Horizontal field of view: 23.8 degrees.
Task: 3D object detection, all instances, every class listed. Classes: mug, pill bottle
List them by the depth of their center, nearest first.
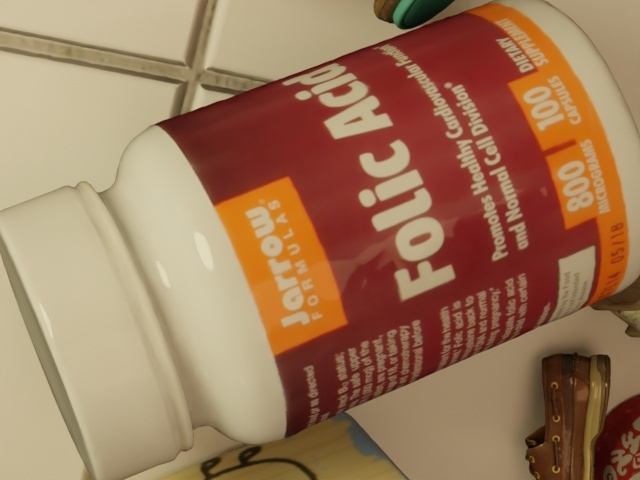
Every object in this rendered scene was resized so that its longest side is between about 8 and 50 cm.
[{"bbox_3d":[0.000,0.000,1.009,0.392,0.224,0.224,-22,117,-14],"label":"pill bottle"},{"bbox_3d":[0.321,0.197,1.251,0.113,0.169,0.150,39,92,-29],"label":"mug"}]

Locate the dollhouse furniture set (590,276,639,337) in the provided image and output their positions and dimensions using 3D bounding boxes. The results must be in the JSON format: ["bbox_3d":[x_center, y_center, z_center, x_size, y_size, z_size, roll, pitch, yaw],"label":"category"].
[{"bbox_3d":[0.376,0.021,1.161,0.212,0.161,0.242,36,80,-11],"label":"dollhouse furniture set"}]

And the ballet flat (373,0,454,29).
[{"bbox_3d":[0.142,-0.288,1.004,0.342,0.116,0.124,-39,81,27],"label":"ballet flat"}]

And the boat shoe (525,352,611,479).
[{"bbox_3d":[0.199,0.174,1.260,0.060,0.064,0.178,8,107,7],"label":"boat shoe"}]

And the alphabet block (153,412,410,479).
[{"bbox_3d":[-0.019,0.272,1.128,0.197,0.192,0.193,-19,114,-16],"label":"alphabet block"}]
